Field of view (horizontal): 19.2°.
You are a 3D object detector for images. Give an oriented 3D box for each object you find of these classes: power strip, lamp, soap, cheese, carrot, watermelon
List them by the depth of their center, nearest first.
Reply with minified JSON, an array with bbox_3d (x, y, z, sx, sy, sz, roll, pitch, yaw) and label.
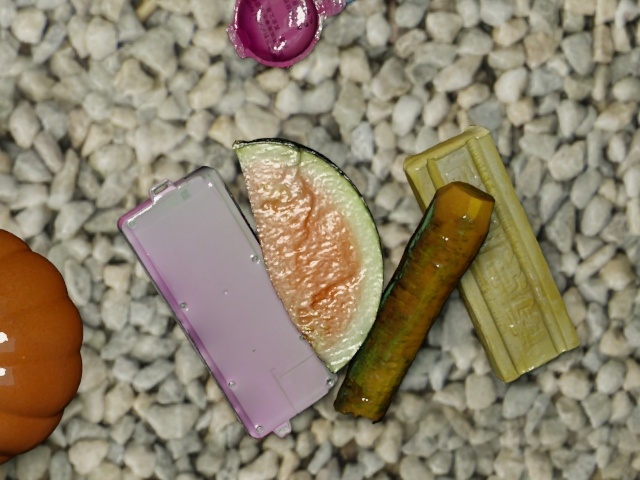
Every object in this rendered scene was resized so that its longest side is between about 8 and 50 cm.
[{"bbox_3d":[-0.318,0.095,1.689,0.223,0.196,0.223,3,98,22],"label":"lamp"},{"bbox_3d":[-0.025,-0.223,1.817,0.145,0.038,0.095,-31,106,-17],"label":"cheese"},{"bbox_3d":[-0.003,0.000,1.832,0.119,0.063,0.245,-25,100,-17],"label":"watermelon"},{"bbox_3d":[-0.087,0.060,1.835,0.109,0.037,0.279,-33,105,-10],"label":"power strip"},{"bbox_3d":[0.091,0.063,1.850,0.070,0.070,0.260,23,103,-18],"label":"carrot"},{"bbox_3d":[0.171,0.013,1.905,0.092,0.037,0.252,-28,104,-12],"label":"soap"}]
